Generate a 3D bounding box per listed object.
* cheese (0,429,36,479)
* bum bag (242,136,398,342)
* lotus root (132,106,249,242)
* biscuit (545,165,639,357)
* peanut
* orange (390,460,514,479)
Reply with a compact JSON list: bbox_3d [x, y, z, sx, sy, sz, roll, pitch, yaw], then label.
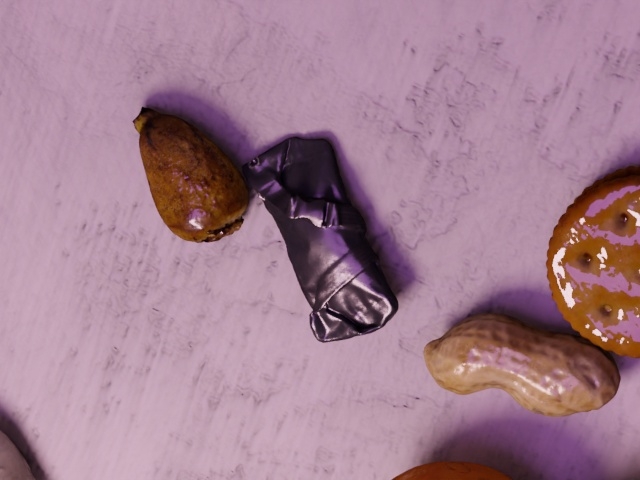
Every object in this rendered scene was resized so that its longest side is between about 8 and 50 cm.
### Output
[{"bbox_3d":[-0.494,0.341,1.951,0.198,0.154,0.189,-15,98,27],"label":"cheese"},{"bbox_3d":[0.000,0.000,1.670,0.123,0.060,0.248,-24,97,32],"label":"bum bag"},{"bbox_3d":[-0.165,-0.084,1.691,0.108,0.094,0.191,-35,88,-5],"label":"lotus root"},{"bbox_3d":[0.356,0.025,1.530,0.220,0.066,0.220,8,113,19],"label":"biscuit"},{"bbox_3d":[0.226,0.141,1.612,0.229,0.098,0.103,13,94,20],"label":"peanut"},{"bbox_3d":[0.157,0.379,1.651,0.246,0.246,0.246,8,112,20],"label":"orange"}]
